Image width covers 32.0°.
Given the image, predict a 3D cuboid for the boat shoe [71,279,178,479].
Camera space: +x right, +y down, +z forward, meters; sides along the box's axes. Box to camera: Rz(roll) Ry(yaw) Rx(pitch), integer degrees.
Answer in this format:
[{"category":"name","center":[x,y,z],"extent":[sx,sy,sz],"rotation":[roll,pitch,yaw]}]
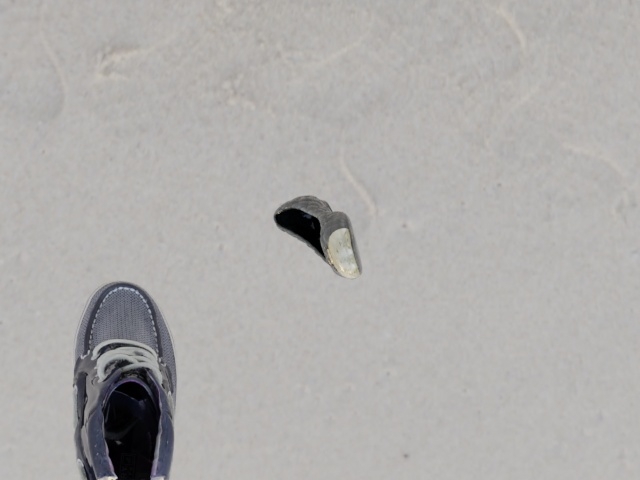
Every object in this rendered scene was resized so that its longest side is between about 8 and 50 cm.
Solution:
[{"category":"boat shoe","center":[-0.204,0.153,1.209],"extent":[0.127,0.341,0.158],"rotation":[2,142,-17]}]

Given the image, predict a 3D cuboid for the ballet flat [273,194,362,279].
[{"category":"ballet flat","center":[0.000,0.000,0.951],"extent":[0.049,0.173,0.057],"rotation":[-13,105,-11]}]
